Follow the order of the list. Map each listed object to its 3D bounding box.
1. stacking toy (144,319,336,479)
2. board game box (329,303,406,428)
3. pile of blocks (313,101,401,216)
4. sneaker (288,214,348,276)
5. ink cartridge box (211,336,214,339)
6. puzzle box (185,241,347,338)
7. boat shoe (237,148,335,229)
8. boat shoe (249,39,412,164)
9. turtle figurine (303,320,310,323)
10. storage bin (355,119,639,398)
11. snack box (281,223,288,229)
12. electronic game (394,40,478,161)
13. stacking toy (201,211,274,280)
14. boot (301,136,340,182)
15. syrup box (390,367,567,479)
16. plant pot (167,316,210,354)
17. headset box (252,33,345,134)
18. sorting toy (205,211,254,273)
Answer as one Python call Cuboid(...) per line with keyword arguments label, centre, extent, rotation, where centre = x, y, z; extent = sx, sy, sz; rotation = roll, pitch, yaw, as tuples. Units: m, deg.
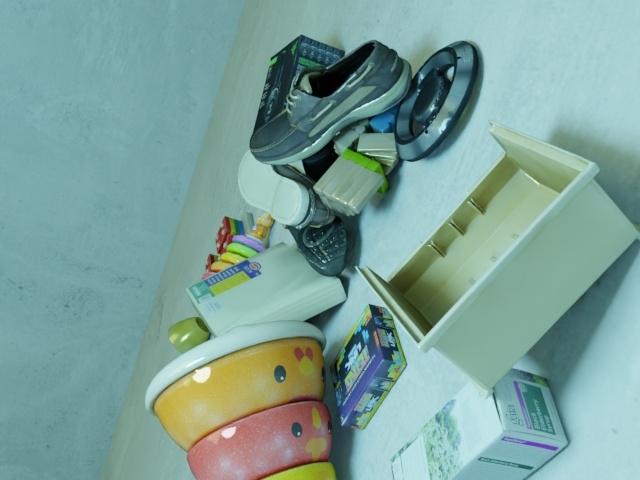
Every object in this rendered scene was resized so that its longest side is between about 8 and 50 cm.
Cuboid(label="stacking toy", centre=(-0.078, 0.411, 1.342), extent=(0.350, 0.351, 0.479), rotation=(-51, 56, 48))
Cuboid(label="board game box", centre=(0.078, 0.220, 1.340), extent=(0.141, 0.048, 0.170), rotation=(-102, 33, -53))
Cuboid(label="pile of blocks", centre=(0.105, -0.190, 1.520), extent=(0.112, 0.149, 0.362), rotation=(58, -138, -55))
Cuboid(label="sneaker", centre=(0.000, 0.000, 1.620), extent=(0.286, 0.109, 0.130), rotation=(-118, 4, -55))
Cuboid(label="ink cartridge box", centre=(-0.191, 0.269, 1.770), extent=(0.289, 0.122, 0.211), rotation=(-98, 14, -73))
Cuboid(label="puzzle box", centre=(-0.135, 0.116, 1.693), extent=(0.052, 0.272, 0.409), rotation=(68, 167, -17))
Cuboid(label="boat shoe", centre=(-0.079, -0.109, 1.613), extent=(0.324, 0.097, 0.116), rotation=(38, 112, 55))
Cuboid(label="boat shoe", centre=(-0.003, -0.271, 1.456), extent=(0.355, 0.130, 0.132), rotation=(-29, 41, 21))
Cuboid(label="turtle figurine", centre=(-0.080, 0.287, 1.651), extent=(0.269, 0.087, 0.217), rotation=(127, 151, -46))
Cuboid(label="storage bin", centre=(0.200, 0.008, 0.930), extent=(0.262, 0.123, 0.260), rotation=(-48, 24, 5))
Cuboid(label="snack box", centre=(-0.077, -0.095, 1.989), extent=(0.141, 0.037, 0.100), rotation=(-124, 51, -64))
Cuboid(label="electronic game", centre=(0.200, -0.244, 1.346), extent=(0.229, 0.048, 0.229), rotation=(-52, 24, 35))
Cuboid(label="stacking toy", centre=(-0.206, 0.047, 2.115), extent=(0.175, 0.166, 0.301), rotation=(-2, 59, 60))
Cuboid(label="boot", centre=(-0.001, -0.176, 1.653), extent=(0.246, 0.094, 0.207), rotation=(-104, -4, -51))
Cuboid(label="syrup box", centre=(0.187, 0.262, 0.949), extent=(0.237, 0.096, 0.093), rotation=(-56, 27, 37))
Cuboid(label="plant pot", centre=(-0.415, 0.303, 2.496), extent=(0.095, 0.134, 0.134), rotation=(-44, 29, 14))
Cuboid(label="headset box", centre=(-0.063, -0.379, 2.020), extent=(0.246, 0.131, 0.283), rotation=(179, 106, -69))
Cuboid(label="sorting toy", centre=(-0.281, 0.073, 2.332), extent=(0.255, 0.089, 0.257), rotation=(-109, 39, -57))
